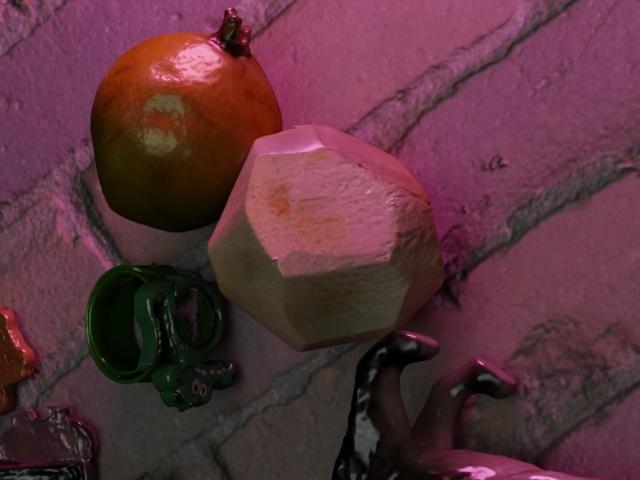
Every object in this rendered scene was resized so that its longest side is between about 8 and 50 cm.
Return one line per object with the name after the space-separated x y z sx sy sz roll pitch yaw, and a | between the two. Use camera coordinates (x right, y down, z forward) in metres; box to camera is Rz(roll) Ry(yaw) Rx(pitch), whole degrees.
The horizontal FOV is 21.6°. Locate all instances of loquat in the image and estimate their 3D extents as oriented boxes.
-0.134 -0.132 1.767 0.213 0.213 0.246 40 115 24 | loquat

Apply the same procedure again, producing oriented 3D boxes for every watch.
-0.189 0.107 1.843 0.152 0.131 0.165 -8 85 38 | watch

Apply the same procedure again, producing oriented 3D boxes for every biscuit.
-0.415 0.161 2.012 0.133 0.027 0.184 48 111 20 | biscuit

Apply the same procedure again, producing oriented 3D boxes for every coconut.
0.000 0.000 1.682 0.237 0.197 0.237 0 74 0 | coconut

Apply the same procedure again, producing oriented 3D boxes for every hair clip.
-0.332 0.269 1.956 0.187 0.056 0.146 -10 87 17 | hair clip

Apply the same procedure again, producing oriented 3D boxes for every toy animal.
0.147 0.294 1.619 0.344 0.194 0.302 37 100 27 | toy animal

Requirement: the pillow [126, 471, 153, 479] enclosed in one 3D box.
-0.236 0.343 1.880 0.208 0.053 0.119 -29 100 32 | pillow
